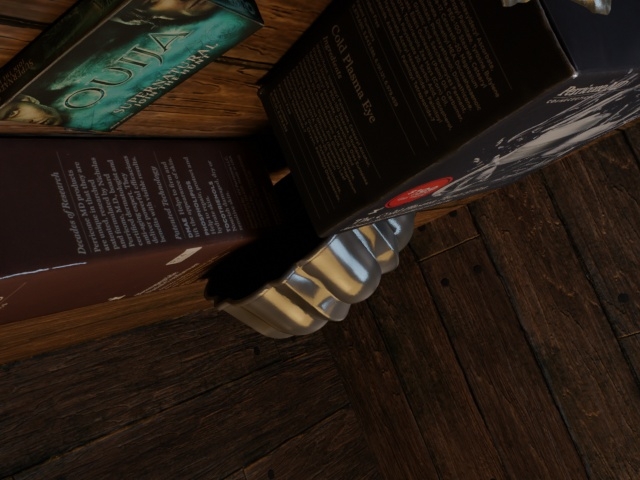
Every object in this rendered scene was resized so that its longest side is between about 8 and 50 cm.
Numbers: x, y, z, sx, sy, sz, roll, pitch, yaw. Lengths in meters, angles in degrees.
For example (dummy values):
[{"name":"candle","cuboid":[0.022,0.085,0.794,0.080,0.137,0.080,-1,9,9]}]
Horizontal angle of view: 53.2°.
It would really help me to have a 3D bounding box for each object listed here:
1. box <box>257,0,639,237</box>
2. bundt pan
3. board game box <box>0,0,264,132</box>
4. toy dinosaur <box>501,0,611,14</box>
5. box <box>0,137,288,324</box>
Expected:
[{"name":"box","cuboid":[0.173,-0.166,0.636,0.343,0.178,0.312,-16,169,-38]},{"name":"bundt pan","cuboid":[0.000,0.000,0.878,0.331,0.124,0.331,-38,-158,18]},{"name":"board game box","cuboid":[-0.150,-0.139,0.488,0.186,0.026,0.126,-26,172,27]},{"name":"toy dinosaur","cuboid":[0.090,-0.232,0.252,0.322,0.164,0.218,-1,152,-13]},{"name":"box","cuboid":[-0.235,-0.015,0.711,0.191,0.143,0.381,-28,169,37]}]
